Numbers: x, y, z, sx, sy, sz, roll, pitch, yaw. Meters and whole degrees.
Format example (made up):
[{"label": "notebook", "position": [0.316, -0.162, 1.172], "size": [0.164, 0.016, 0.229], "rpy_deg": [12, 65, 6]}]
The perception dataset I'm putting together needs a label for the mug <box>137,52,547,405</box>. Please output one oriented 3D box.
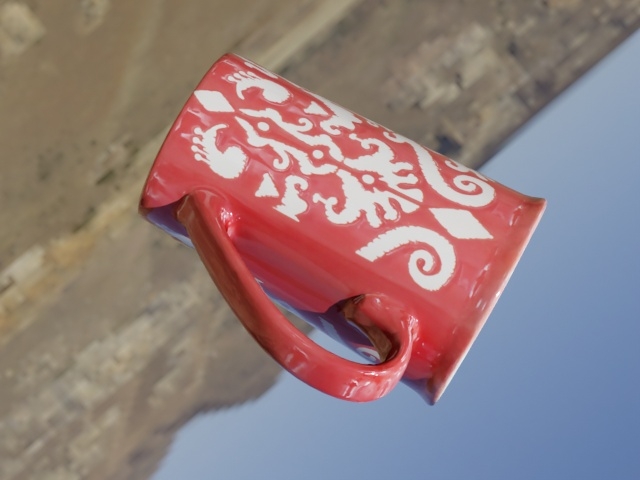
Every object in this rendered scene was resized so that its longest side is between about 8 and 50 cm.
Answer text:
[{"label": "mug", "position": [0.005, -0.009, 0.843], "size": [0.113, 0.169, 0.150], "rpy_deg": [-61, 176, 12]}]
